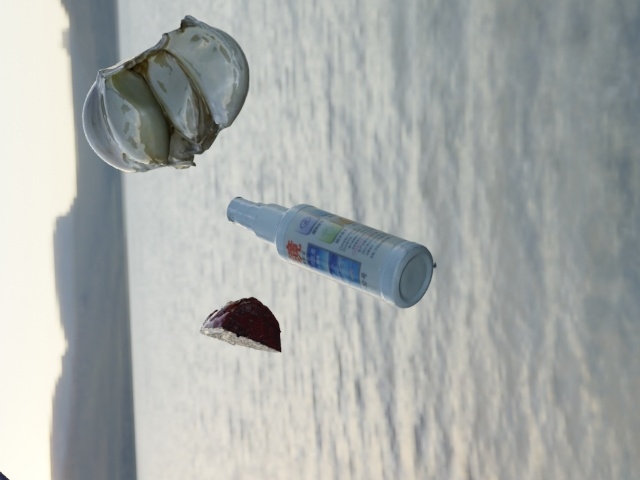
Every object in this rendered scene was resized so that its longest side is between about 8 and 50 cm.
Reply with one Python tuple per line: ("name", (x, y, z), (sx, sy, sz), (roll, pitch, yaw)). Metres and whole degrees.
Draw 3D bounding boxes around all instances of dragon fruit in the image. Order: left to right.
("dragon fruit", (-0.146, 0.139, 1.959), (0.106, 0.162, 0.083), (-4, 73, 41))

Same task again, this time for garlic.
("garlic", (-0.236, -0.210, 1.804), (0.203, 0.281, 0.185), (59, 177, 1))

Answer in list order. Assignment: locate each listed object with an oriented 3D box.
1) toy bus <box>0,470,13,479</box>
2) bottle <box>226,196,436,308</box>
("toy bus", (-0.535, 0.437, 1.345), (0.209, 0.249, 0.440), (-14, 45, 49))
("bottle", (0.000, 0.000, 1.008), (0.217, 0.060, 0.060), (22, 121, 38))
